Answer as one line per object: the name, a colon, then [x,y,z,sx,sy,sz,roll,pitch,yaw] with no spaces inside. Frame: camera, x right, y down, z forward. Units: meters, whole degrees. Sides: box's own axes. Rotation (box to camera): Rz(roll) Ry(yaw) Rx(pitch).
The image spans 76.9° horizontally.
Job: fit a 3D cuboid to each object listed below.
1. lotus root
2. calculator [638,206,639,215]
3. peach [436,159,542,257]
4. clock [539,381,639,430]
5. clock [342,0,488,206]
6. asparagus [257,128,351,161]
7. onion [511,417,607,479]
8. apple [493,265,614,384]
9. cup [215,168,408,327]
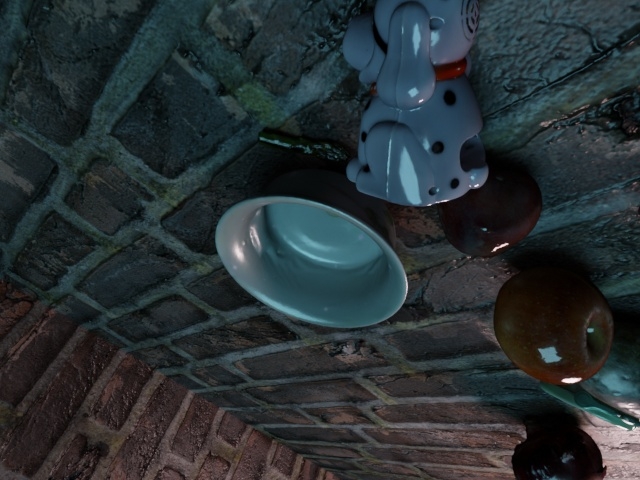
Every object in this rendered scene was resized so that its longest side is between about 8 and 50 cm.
lotus root: [0.604,0.247,0.755,0.350,0.175,0.175,16,141,7]
calculator: [0.534,-0.039,0.511,0.191,0.034,0.126,33,119,14]
peach: [0.246,-0.048,0.597,0.152,0.152,0.152,13,140,11]
clock: [0.607,0.352,0.877,0.159,0.065,0.211,25,175,-10]
clock: [0.117,-0.192,0.490,0.189,0.189,0.253,3,125,22]
asparagus: [-0.027,-0.160,0.684,0.165,0.030,0.036,13,130,11]
onion: [0.649,0.610,1.132,0.219,0.252,0.252,56,161,31]
apple: [0.398,0.144,0.707,0.201,0.201,0.162,45,160,-26]
cup: [0.000,0.000,0.749,0.348,0.163,0.347,13,140,11]
